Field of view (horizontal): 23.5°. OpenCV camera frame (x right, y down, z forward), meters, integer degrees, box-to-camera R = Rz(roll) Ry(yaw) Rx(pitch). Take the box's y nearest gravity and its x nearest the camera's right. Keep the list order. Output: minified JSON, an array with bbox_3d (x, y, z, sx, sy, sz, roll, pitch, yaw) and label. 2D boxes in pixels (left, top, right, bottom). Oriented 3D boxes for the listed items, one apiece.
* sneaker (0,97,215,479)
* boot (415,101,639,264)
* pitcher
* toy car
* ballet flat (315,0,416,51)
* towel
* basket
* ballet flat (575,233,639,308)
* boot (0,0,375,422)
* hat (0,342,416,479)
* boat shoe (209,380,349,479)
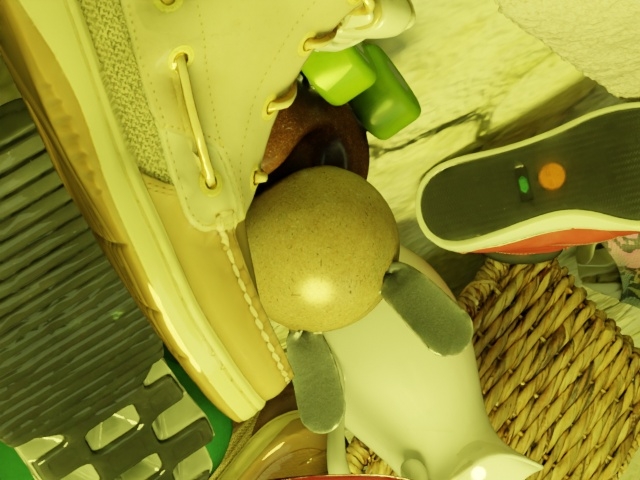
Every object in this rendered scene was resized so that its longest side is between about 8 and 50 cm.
[{"bbox_3d":[-0.145,0.025,0.766,0.122,0.146,0.330,-28,149,-18],"label":"sneaker"},{"bbox_3d":[0.210,-0.034,1.119,0.244,0.088,0.176,-10,169,22],"label":"boot"},{"bbox_3d":[0.044,0.103,1.103,0.178,0.207,0.125,-5,148,-49],"label":"pitcher"},{"bbox_3d":[0.000,0.000,0.822,0.155,0.188,0.149,-34,160,12],"label":"toy car"},{"bbox_3d":[0.032,-0.141,0.694,0.241,0.077,0.091,-41,158,30],"label":"ballet flat"},{"bbox_3d":[0.233,-0.134,0.926,0.187,0.049,0.282,-9,170,28],"label":"towel"},{"bbox_3d":[0.114,0.162,1.325,0.299,0.223,0.213,-53,-163,-22],"label":"basket"},{"bbox_3d":[0.276,0.013,1.427,0.079,0.077,0.221,-13,157,8],"label":"ballet flat"},{"bbox_3d":[-0.011,-0.076,0.602,0.203,0.262,0.095,-28,-159,-14],"label":"boot"},{"bbox_3d":[-0.079,0.126,0.944,0.184,0.173,0.208,0,-158,46],"label":"hat"},{"bbox_3d":[-0.115,0.241,1.339,0.123,0.123,0.342,26,115,-37],"label":"boat shoe"}]
